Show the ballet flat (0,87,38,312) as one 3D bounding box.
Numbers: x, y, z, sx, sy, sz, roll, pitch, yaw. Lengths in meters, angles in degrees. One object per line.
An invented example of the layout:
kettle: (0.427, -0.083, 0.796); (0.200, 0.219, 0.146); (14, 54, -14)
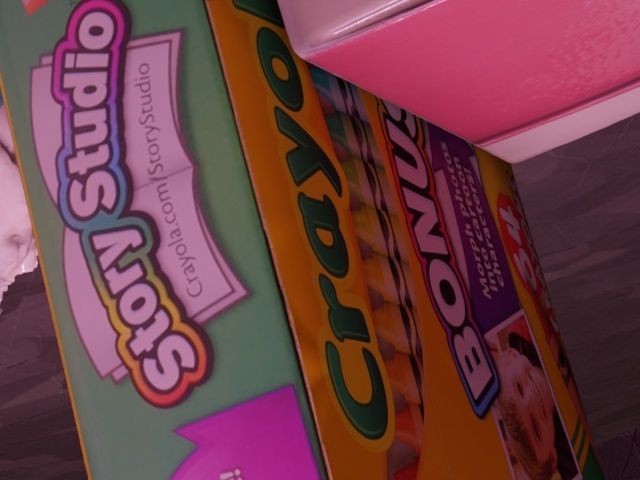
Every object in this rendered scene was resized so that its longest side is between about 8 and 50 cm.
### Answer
ballet flat: (-0.190, -0.025, 0.970); (0.147, 0.147, 0.409); (-8, 176, -23)

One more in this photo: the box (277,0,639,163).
box: (0.073, -0.138, 0.813); (0.127, 0.149, 0.232); (-22, 164, 21)

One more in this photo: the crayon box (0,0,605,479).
crayon box: (0.000, 0.000, 0.826); (0.106, 0.363, 0.313); (-21, 164, 20)
